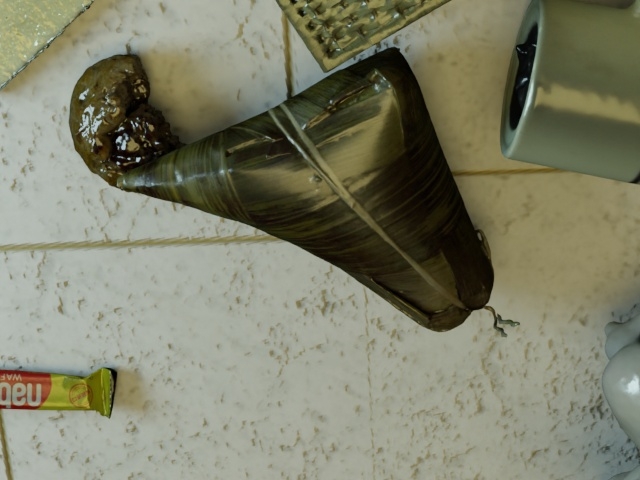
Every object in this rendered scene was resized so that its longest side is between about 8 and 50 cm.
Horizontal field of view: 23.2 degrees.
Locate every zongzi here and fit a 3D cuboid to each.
[{"bbox_3d":[0.000,0.000,1.230,0.241,0.111,0.248,-23,114,8],"label":"zongzi"}]

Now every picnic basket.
[{"bbox_3d":[0.046,-0.245,1.105,0.196,0.134,0.154,-29,110,15],"label":"picnic basket"}]

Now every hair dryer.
[{"bbox_3d":[0.265,-0.215,1.131,0.203,0.128,0.362,11,108,-2],"label":"hair dryer"}]

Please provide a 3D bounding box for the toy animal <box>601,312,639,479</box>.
[{"bbox_3d":[0.316,0.160,1.258,0.206,0.271,0.265,14,94,25],"label":"toy animal"}]

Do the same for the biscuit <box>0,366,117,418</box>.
[{"bbox_3d":[-0.322,0.126,1.353,0.292,0.026,0.048,2,96,1],"label":"biscuit"}]

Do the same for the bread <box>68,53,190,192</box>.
[{"bbox_3d":[-0.156,-0.085,1.227,0.082,0.060,0.113,-27,113,11],"label":"bread"}]

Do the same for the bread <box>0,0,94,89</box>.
[{"bbox_3d":[-0.235,-0.175,1.205,0.153,0.028,0.068,-40,108,19],"label":"bread"}]
